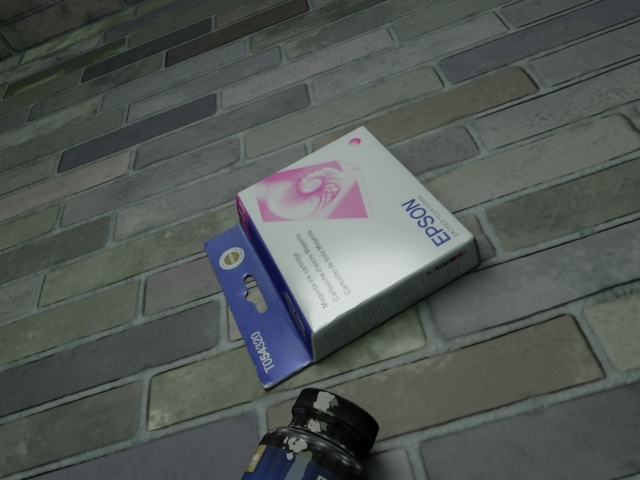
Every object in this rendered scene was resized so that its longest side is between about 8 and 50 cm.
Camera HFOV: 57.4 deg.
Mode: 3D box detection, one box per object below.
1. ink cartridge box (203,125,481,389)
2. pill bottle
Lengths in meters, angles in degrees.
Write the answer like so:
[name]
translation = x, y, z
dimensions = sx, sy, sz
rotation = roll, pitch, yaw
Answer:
[ink cartridge box]
translation = 0.000, 0.000, 0.848
dimensions = 0.330, 0.071, 0.324
rotation = -29, 45, -5
[pill bottle]
translation = -0.025, 0.265, 0.575
dimensions = 0.123, 0.123, 0.219
rotation = 9, 54, 31
